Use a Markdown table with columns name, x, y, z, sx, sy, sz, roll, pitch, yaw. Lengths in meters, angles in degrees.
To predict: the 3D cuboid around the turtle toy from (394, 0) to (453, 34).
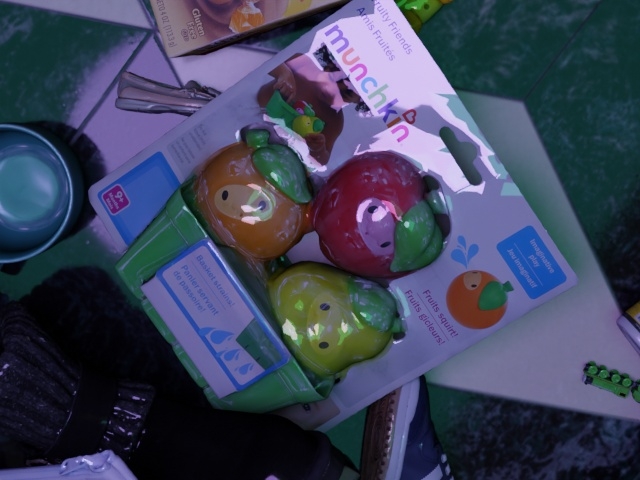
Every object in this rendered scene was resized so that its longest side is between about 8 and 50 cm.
| name | x | y | z | sx | sy | sz | roll | pitch | yaw |
| --- | --- | --- | --- | --- | --- | --- | --- | --- | --- |
| turtle toy | 0.071 | -0.230 | 1.123 | 0.130 | 0.066 | 0.095 | -43 | 77 | 6 |

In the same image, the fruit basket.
| name | x | y | z | sx | sy | sz | roll | pitch | yaw |
| --- | --- | --- | --- | --- | --- | --- | --- | --- | --- |
| fruit basket | 0.000 | 0.000 | 1.078 | 0.353 | 0.165 | 0.327 | -31 | 96 | 22 |

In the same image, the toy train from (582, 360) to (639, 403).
| name | x | y | z | sx | sy | sz | roll | pitch | yaw |
| --- | --- | --- | --- | --- | --- | --- | --- | --- | --- |
| toy train | 0.304 | 0.146 | 1.194 | 0.083 | 0.017 | 0.024 | 20 | 106 | -3 |

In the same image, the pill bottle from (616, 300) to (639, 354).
| name | x | y | z | sx | sy | sz | roll | pitch | yaw |
| --- | --- | --- | --- | --- | --- | --- | --- | --- | --- |
| pill bottle | 0.357 | 0.069 | 1.161 | 0.116 | 0.065 | 0.065 | -38 | 95 | 4 |

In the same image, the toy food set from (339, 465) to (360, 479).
| name | x | y | z | sx | sy | sz | roll | pitch | yaw |
| --- | --- | --- | --- | --- | --- | --- | --- | --- | --- |
| toy food set | -0.047 | 0.292 | 1.161 | 0.192 | 0.038 | 0.132 | -45 | 140 | 4 |

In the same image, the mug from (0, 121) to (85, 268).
| name | x | y | z | sx | sy | sz | roll | pitch | yaw |
| --- | --- | --- | --- | --- | --- | --- | --- | --- | --- |
| mug | -0.302 | -0.041 | 1.125 | 0.157 | 0.097 | 0.129 | -34 | 96 | 4 |

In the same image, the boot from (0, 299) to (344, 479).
| name | x | y | z | sx | sy | sz | roll | pitch | yaw |
| --- | --- | --- | --- | --- | --- | --- | --- | --- | --- |
| boot | -0.168 | 0.161 | 1.023 | 0.260 | 0.348 | 0.131 | 46 | 54 | -23 |

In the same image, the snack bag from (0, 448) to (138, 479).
| name | x | y | z | sx | sy | sz | roll | pitch | yaw |
| --- | --- | --- | --- | --- | --- | --- | --- | --- | --- |
| snack bag | -0.161 | 0.303 | 1.051 | 0.342 | 0.323 | 0.037 | 49 | 53 | -20 |

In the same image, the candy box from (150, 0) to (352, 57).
| name | x | y | z | sx | sy | sz | roll | pitch | yaw |
| --- | --- | --- | --- | --- | --- | --- | --- | --- | --- |
| candy box | -0.094 | -0.345 | 1.073 | 0.182 | 0.087 | 0.317 | -14 | 96 | 21 |

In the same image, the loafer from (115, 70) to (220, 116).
| name | x | y | z | sx | sy | sz | roll | pitch | yaw |
| --- | --- | --- | --- | --- | --- | --- | --- | --- | --- |
| loafer | -0.137 | -0.142 | 1.144 | 0.125 | 0.045 | 0.039 | 5 | 90 | 2 |

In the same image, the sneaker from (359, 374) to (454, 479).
| name | x | y | z | sx | sy | sz | roll | pitch | yaw |
| --- | --- | --- | --- | --- | --- | --- | --- | --- | --- |
| sneaker | 0.119 | 0.264 | 1.166 | 0.153 | 0.099 | 0.282 | 6 | 91 | -8 |
